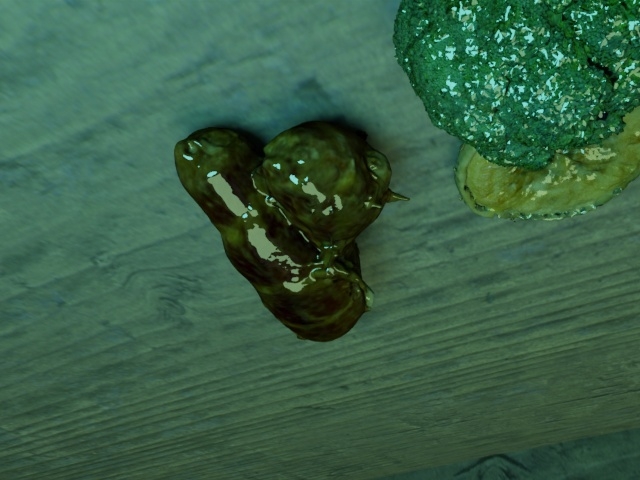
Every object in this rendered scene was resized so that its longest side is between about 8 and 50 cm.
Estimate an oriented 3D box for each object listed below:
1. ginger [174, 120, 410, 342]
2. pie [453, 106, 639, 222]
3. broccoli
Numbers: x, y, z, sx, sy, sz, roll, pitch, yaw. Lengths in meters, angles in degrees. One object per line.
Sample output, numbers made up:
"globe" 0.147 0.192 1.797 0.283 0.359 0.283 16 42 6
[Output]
"ginger" 0.000 0.000 0.801 0.254 0.176 0.418 -8 139 14
"pie" 0.306 -0.112 0.782 0.274 0.055 0.274 -3 144 -2
"broccoli" 0.192 -0.200 0.517 0.270 0.270 0.270 -33 148 -18
